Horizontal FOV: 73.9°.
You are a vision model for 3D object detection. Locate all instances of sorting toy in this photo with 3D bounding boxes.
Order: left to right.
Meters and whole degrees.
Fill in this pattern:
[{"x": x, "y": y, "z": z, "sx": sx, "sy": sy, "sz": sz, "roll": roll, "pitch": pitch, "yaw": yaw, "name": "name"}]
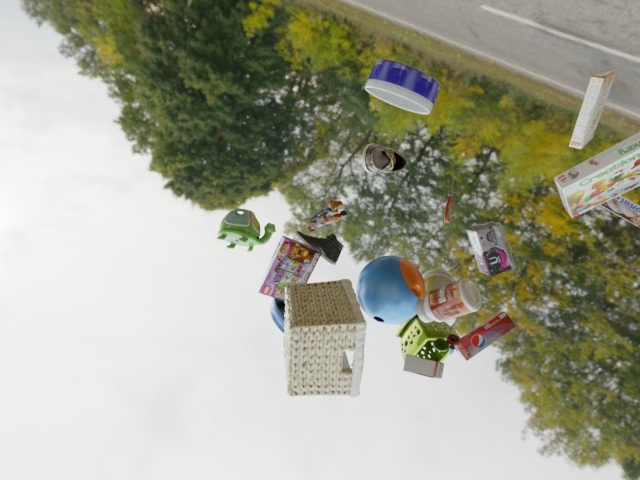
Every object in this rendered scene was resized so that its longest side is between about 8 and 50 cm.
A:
[{"x": 0.447, "y": 0.371, "z": 1.499, "sx": 0.102, "sy": 0.042, "sz": 0.061, "roll": -18, "pitch": -137, "yaw": -14, "name": "sorting toy"}]

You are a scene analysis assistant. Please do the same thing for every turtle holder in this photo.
[{"x": -0.463, "y": -0.073, "z": 2.604, "sx": 0.320, "sy": 0.227, "sz": 0.243, "roll": -1, "pitch": 157, "yaw": 31, "name": "turtle holder"}]

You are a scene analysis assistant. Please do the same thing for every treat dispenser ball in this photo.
[{"x": 0.291, "y": 0.206, "z": 1.782, "sx": 0.288, "sy": 0.288, "sz": 0.288, "roll": 25, "pitch": -160, "yaw": -10, "name": "treat dispenser ball"}]

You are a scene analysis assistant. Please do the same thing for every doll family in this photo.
[{"x": 0.033, "y": -0.139, "z": 2.115, "sx": 0.118, "sy": 0.163, "sz": 0.263, "roll": 61, "pitch": -152, "yaw": 2, "name": "doll family"}]

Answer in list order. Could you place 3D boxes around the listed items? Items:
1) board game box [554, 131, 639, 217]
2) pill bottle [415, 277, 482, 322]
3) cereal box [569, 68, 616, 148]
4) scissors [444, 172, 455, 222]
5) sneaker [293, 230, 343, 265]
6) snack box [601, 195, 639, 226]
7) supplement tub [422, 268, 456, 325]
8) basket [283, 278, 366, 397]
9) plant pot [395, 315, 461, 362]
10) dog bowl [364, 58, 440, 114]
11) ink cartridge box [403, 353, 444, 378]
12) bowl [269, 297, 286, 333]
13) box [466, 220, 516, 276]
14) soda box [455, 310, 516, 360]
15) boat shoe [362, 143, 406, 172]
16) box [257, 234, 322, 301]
[{"x": 0.832, "y": -0.195, "z": 1.191, "sx": 0.193, "sy": 0.305, "sz": 0.053, "roll": 34, "pitch": -147, "yaw": -46, "name": "board game box"}, {"x": 0.458, "y": 0.225, "z": 1.541, "sx": 0.121, "sy": 0.216, "sz": 0.121, "roll": 23, "pitch": -128, "yaw": -33, "name": "pill bottle"}, {"x": 0.941, "y": -0.454, "z": 1.472, "sx": 0.047, "sy": 0.240, "sz": 0.173, "roll": 25, "pitch": -140, "yaw": 34, "name": "cereal box"}, {"x": 0.672, "y": -0.229, "z": 2.199, "sx": 0.021, "sy": 0.297, "sz": 0.109, "roll": 7, "pitch": 168, "yaw": 27, "name": "scissors"}, {"x": 0.000, "y": 0.000, "z": 2.377, "sx": 0.296, "sy": 0.146, "sz": 0.104, "roll": 35, "pitch": 180, "yaw": 6, "name": "sneaker"}, {"x": 1.079, "y": -0.123, "z": 1.528, "sx": 0.178, "sy": 0.064, "sz": 0.022, "roll": 36, "pitch": -164, "yaw": 17, "name": "snack box"}, {"x": 0.671, "y": 0.332, "z": 2.461, "sx": 0.228, "sy": 0.228, "sz": 0.316, "roll": 28, "pitch": -143, "yaw": -2, "name": "supplement tub"}, {"x": 0.001, "y": 0.353, "z": 1.583, "sx": 0.267, "sy": 0.328, "sz": 0.331, "roll": 0, "pitch": -158, "yaw": -7, "name": "basket"}, {"x": 0.534, "y": 0.491, "z": 2.175, "sx": 0.228, "sy": 0.227, "sz": 0.207, "roll": 9, "pitch": -144, "yaw": -25, "name": "plant pot"}, {"x": 0.305, "y": -0.568, "z": 1.584, "sx": 0.265, "sy": 0.104, "sz": 0.265, "roll": 21, "pitch": -169, "yaw": -4, "name": "dog bowl"}, {"x": 0.338, "y": 0.412, "z": 1.386, "sx": 0.099, "sy": 0.056, "sz": 0.135, "roll": 6, "pitch": 165, "yaw": 30, "name": "ink cartridge box"}, {"x": -0.087, "y": 0.405, "z": 2.160, "sx": 0.391, "sy": 0.077, "sz": 0.391, "roll": 33, "pitch": -164, "yaw": -11, "name": "bowl"}, {"x": 0.878, "y": 0.041, "z": 2.203, "sx": 0.163, "sy": 0.142, "sz": 0.247, "roll": -69, "pitch": -42, "yaw": -84, "name": "box"}, {"x": 0.709, "y": 0.415, "z": 1.857, "sx": 0.083, "sy": 0.263, "sz": 0.092, "roll": 56, "pitch": 179, "yaw": 13, "name": "soda box"}, {"x": 0.265, "y": -0.332, "z": 1.752, "sx": 0.097, "sy": 0.116, "sz": 0.324, "roll": 10, "pitch": -170, "yaw": 26, "name": "boat shoe"}, {"x": -0.147, "y": 0.144, "z": 2.013, "sx": 0.201, "sy": 0.293, "sz": 0.057, "roll": 21, "pitch": -168, "yaw": -23, "name": "box"}]
